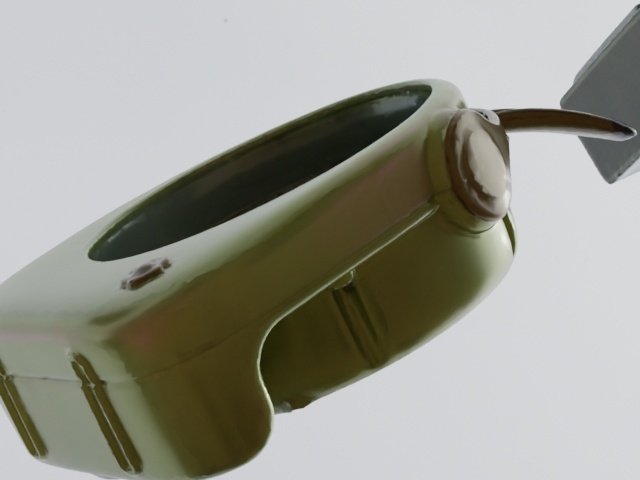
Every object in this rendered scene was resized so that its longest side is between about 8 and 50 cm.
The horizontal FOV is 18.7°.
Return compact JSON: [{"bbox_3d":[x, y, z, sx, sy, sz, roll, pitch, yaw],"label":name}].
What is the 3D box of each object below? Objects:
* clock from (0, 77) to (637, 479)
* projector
[{"bbox_3d":[0.000,0.000,0.683,0.232,0.170,0.069,-31,-77,-26],"label":"clock"},{"bbox_3d":[0.185,-0.095,0.862,0.115,0.147,0.061,-25,-104,-30],"label":"projector"}]
